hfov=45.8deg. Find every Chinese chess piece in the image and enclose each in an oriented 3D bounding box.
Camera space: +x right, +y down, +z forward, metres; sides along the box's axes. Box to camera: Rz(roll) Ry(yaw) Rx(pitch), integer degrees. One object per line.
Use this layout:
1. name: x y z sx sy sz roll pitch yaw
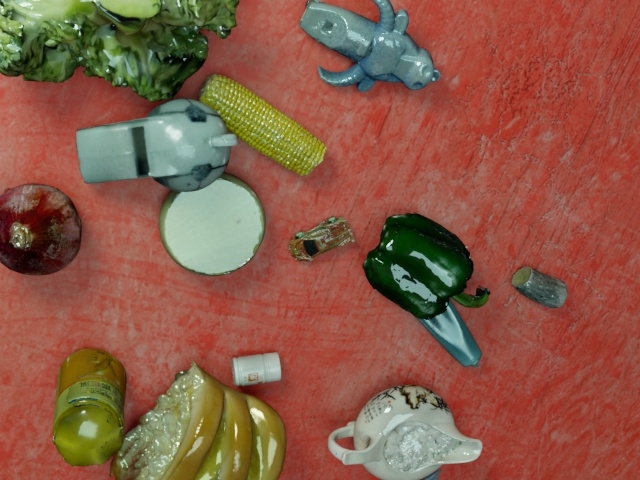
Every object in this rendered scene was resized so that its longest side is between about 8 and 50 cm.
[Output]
1. Chinese chess piece: -0.191 -0.030 1.345 0.188 0.083 0.188 -3 104 -12

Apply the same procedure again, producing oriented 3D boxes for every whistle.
1. whistle: 0.090 -0.335 1.307 0.269 0.093 0.180 19 127 -16
2. whistle: -0.250 -0.154 1.248 0.163 0.290 0.163 0 89 -55

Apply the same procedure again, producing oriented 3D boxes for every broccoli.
1. broccoli: -0.304 -0.358 1.125 0.338 0.317 0.277 4 95 -54

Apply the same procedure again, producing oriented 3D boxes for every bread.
1. bread: -0.223 0.416 1.398 0.270 0.211 0.315 38 103 -21

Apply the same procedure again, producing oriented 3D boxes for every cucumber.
1. cucumber: 0.445 0.095 1.543 0.112 0.064 0.064 23 100 -16

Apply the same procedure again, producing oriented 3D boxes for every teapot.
1. teapot: 0.156 0.400 1.522 0.300 0.166 0.208 -5 120 -22

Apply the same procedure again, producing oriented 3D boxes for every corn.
1. corn: -0.100 -0.197 1.312 0.248 0.081 0.081 32 97 -20

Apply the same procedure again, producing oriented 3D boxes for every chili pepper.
1. chili pepper: 0.213 0.063 1.419 0.261 0.165 0.174 31 90 -8

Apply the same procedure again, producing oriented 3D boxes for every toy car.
1. toy car: 0.000 0.000 1.420 0.122 0.035 0.059 -25 115 -6

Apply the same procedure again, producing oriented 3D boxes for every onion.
1. onion: -0.465 -0.014 1.223 0.159 0.195 0.159 -1 97 -13

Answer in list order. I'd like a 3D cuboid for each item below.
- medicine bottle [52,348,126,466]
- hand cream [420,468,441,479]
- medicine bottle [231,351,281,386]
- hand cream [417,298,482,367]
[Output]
1. medicine bottle: -0.398 0.286 1.308 0.124 0.239 0.124 -5 109 -15
2. hand cream: 0.216 0.596 1.620 0.088 0.055 0.256 -18 127 -29
3. medicine bottle: -0.124 0.248 1.456 0.089 0.057 0.057 -6 108 -12
4. hand cream: 0.259 0.174 1.535 0.083 0.048 0.224 -39 106 1
